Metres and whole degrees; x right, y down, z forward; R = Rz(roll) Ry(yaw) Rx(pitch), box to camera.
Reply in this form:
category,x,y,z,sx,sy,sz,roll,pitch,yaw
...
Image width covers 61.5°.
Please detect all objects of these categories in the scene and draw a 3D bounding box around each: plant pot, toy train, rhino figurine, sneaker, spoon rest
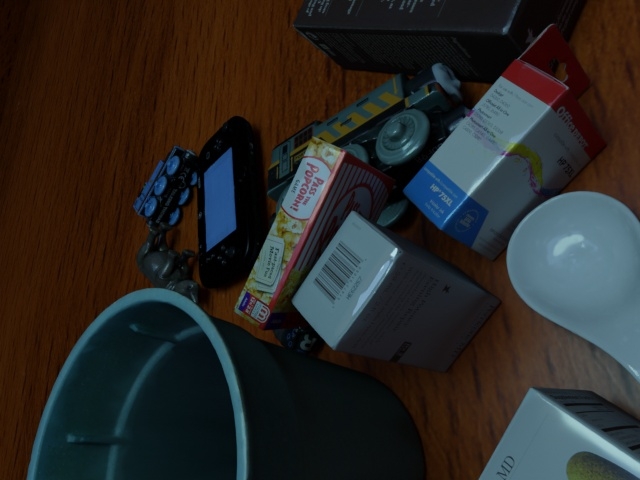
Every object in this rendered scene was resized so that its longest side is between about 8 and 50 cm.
category,x,y,z,sx,sy,sz,roll,pitch,yaw
plant pot,-0.075,0.253,0.590,0.341,0.334,0.341,-17,63,38
toy train,-0.320,-0.114,1.132,0.105,0.080,0.184,38,100,49
rhino figurine,-0.284,0.065,1.032,0.243,0.073,0.106,42,113,40
sneaker,0.007,0.110,0.757,0.217,0.079,0.121,7,82,52
toy train,0.060,-0.115,0.757,0.334,0.142,0.190,-28,48,31
spoon rest,0.284,0.064,0.515,0.137,0.084,0.276,-43,51,22

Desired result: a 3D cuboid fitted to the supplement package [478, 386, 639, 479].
category,x,y,z,sx,sy,sz,roll,pitch,yaw
supplement package,0.250,0.232,0.387,0.244,0.134,0.139,33,102,46

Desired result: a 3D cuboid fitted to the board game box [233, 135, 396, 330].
category,x,y,z,sx,sy,sz,roll,pitch,yaw
board game box,0.000,0.000,0.586,0.045,0.147,0.193,28,98,26

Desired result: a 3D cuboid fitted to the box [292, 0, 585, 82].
category,x,y,z,sx,sy,sz,roll,pitch,yaw
box,0.156,-0.344,0.752,0.381,0.143,0.191,25,91,46

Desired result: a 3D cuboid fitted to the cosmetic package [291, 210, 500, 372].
category,x,y,z,sx,sy,sz,roll,pitch,yaw
cosmetic package,0.091,0.066,0.583,0.117,0.231,0.085,-56,46,11

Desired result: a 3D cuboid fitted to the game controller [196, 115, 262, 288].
category,x,y,z,sx,sy,sz,roll,pitch,yaw
game controller,-0.176,-0.073,0.992,0.166,0.067,0.319,-27,57,32

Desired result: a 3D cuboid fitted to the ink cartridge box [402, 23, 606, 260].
category,x,y,z,sx,sy,sz,roll,pitch,yaw
ink cartridge box,0.220,-0.099,0.599,0.231,0.134,0.078,-50,47,16
